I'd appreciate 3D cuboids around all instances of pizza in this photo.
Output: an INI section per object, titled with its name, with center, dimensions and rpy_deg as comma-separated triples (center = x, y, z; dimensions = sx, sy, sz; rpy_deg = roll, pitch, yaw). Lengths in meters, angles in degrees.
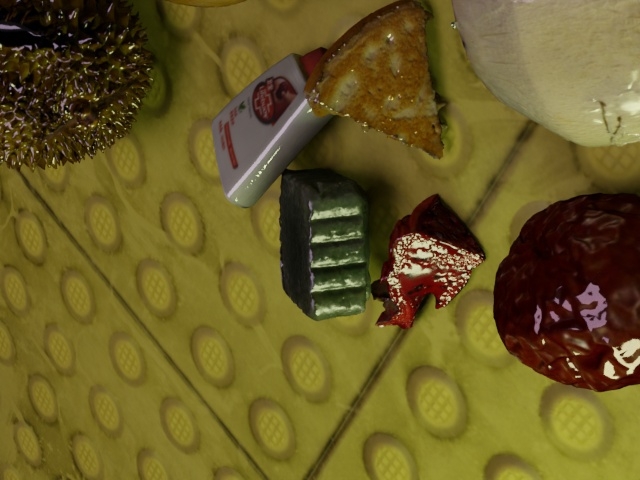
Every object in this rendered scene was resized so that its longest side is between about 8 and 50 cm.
[pizza]
center = 0.088, -0.179, 1.500
dimensions = 0.199, 0.188, 0.062
rpy_deg = 54, 175, -19

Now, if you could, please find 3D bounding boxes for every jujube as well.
[jujube]
center = 0.295, 0.051, 1.301
dimensions = 0.232, 0.213, 0.213
rpy_deg = -14, 96, 59

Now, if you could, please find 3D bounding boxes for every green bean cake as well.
[green bean cake]
center = 0.000, 0.000, 1.634
dimensions = 0.185, 0.094, 0.184
rpy_deg = -152, 57, -69

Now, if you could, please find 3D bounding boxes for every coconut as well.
[coconut]
center = 0.302, -0.267, 1.071
dimensions = 0.360, 0.346, 0.346
rpy_deg = -9, 100, 27

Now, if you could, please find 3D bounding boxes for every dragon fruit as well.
[dragon fruit]
center = 0.130, 0.035, 1.594
dimensions = 0.092, 0.122, 0.192
rpy_deg = -96, 17, -48

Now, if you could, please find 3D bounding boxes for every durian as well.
[durian]
center = -0.433, -0.278, 1.859
dimensions = 0.384, 0.347, 0.348
rpy_deg = 47, 135, 34

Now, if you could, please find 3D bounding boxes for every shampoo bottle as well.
[shampoo bottle]
center = -0.031, -0.180, 1.620
dimensions = 0.284, 0.071, 0.153
rpy_deg = -39, 48, 32

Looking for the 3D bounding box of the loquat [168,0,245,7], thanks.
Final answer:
[loquat]
center = -0.165, -0.432, 1.486
dimensions = 0.328, 0.359, 0.328
rpy_deg = 26, 145, 21
